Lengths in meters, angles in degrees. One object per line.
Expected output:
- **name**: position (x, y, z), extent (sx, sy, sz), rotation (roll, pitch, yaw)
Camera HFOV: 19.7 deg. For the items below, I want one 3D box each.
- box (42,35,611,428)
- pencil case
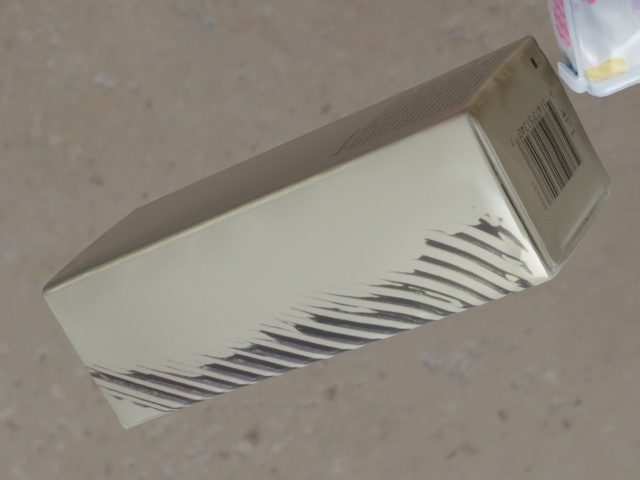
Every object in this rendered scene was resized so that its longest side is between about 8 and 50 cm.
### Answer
- **box**: position (0.000, 0.000, 0.940), extent (0.094, 0.275, 0.113), rotation (60, 35, -11)
- **pencil case**: position (0.282, -0.178, 1.210), extent (0.273, 0.113, 0.124), rotation (-11, 94, 4)
